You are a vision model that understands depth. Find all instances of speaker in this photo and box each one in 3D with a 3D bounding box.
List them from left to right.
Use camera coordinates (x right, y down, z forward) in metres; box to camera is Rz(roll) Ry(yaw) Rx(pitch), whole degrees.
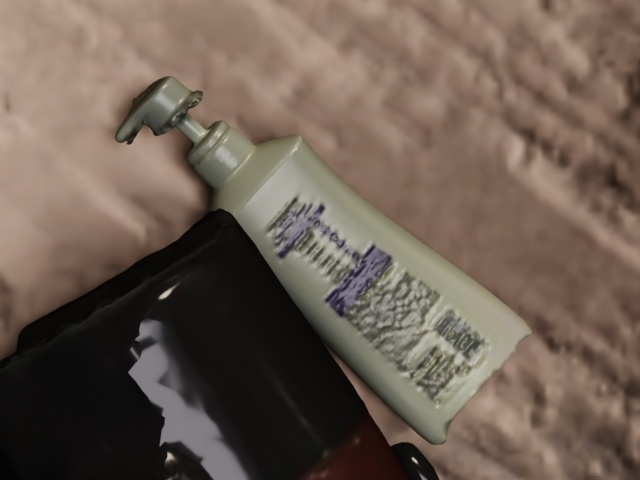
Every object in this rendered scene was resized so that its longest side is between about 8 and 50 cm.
[{"bbox_3d":[-0.005,0.181,0.489,0.329,0.198,0.259,54,50,-8],"label":"speaker"}]

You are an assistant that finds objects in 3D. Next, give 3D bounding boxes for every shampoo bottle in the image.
[{"bbox_3d":[0.000,0.000,0.570,0.141,0.034,0.049,42,90,-13],"label":"shampoo bottle"}]
